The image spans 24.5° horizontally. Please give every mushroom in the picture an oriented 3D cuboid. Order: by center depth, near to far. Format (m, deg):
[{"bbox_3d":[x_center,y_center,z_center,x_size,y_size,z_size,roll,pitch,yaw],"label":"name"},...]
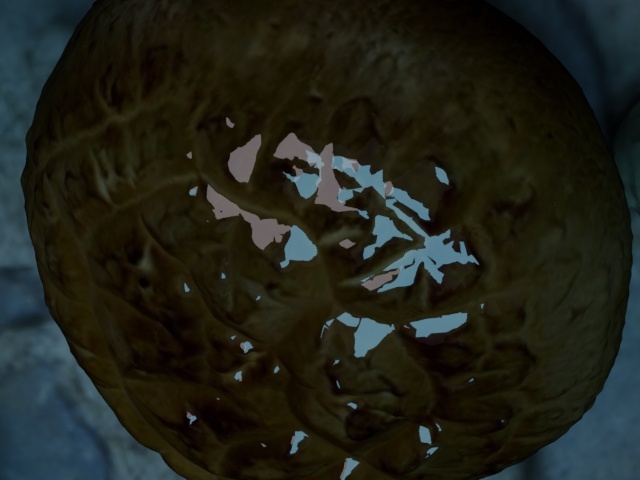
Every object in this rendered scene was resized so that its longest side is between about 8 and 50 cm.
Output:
[{"bbox_3d":[0.000,0.000,0.582,0.253,0.153,0.253,13,129,16],"label":"mushroom"}]

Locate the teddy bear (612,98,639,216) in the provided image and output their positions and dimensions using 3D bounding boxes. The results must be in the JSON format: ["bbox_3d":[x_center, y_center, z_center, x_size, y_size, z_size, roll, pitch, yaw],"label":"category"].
[{"bbox_3d":[0.171,0.030,0.488,0.362,0.327,0.375,15,121,-34],"label":"teddy bear"}]
